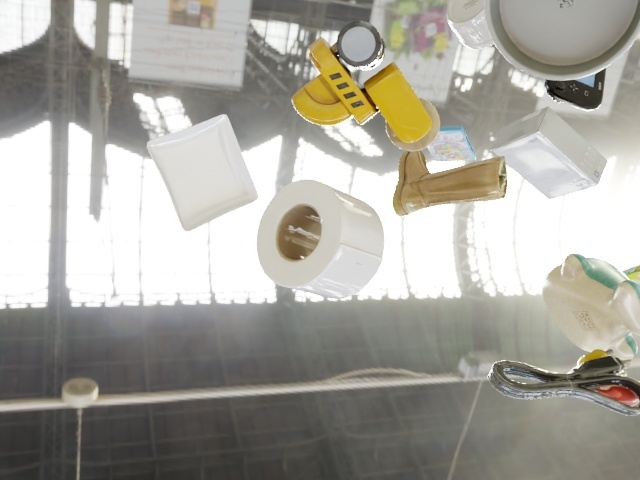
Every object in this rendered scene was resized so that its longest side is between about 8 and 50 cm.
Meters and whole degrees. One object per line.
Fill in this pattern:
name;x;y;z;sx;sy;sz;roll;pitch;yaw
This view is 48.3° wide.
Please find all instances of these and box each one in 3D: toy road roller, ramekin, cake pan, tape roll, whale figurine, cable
toy road roller;0.090;-0.307;1.580;0.329;0.241;0.202;53;-167;-4
ramekin;0.469;-0.680;2.102;0.109;0.207;0.207;27;-169;-38
cake pan;0.459;-0.451;1.337;0.293;0.293;0.054;18;-151;15
tape roll;0.000;0.000;1.602;0.246;0.246;0.169;32;-172;39
whale figurine;0.514;0.105;1.264;0.141;0.216;0.272;-31;180;-11
cable;0.400;0.238;1.129;0.288;0.072;0.139;-6;-136;-22

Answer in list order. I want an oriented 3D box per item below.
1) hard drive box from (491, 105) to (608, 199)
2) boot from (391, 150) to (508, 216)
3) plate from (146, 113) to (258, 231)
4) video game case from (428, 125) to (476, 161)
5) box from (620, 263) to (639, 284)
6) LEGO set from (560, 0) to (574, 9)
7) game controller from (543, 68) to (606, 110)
hard drive box;0.603;-0.224;1.886;0.232;0.089;0.181;37;156;-17
boot;0.324;-0.161;1.751;0.270;0.089;0.236;-12;-134;31
plate;-0.342;-0.197;2.077;0.277;0.277;0.045;-29;-168;-35
video game case;0.352;-0.264;1.967;0.119;0.015;0.166;2;157;27
box;0.940;0.129;2.122;0.105;0.179;0.043;43;-119;-4
LEGO set;0.442;-0.451;1.297;0.024;0.054;0.083;-15;165;42
game controller;0.714;-0.502;1.981;0.167;0.067;0.319;16;-115;2
